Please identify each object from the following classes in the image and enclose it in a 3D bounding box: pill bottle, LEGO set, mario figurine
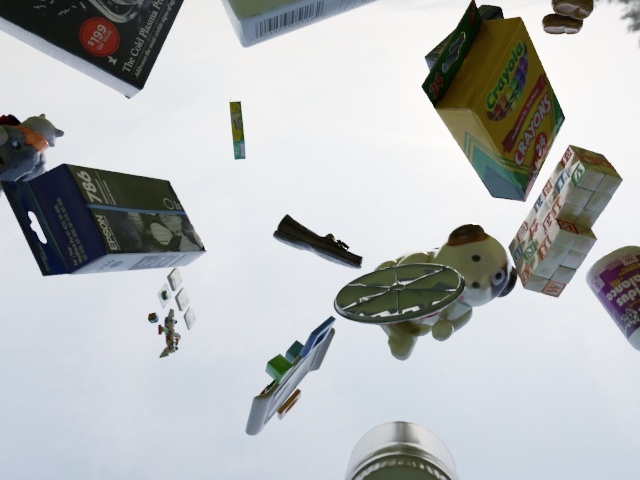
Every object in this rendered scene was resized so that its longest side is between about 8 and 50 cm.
[{"bbox_3d":[0.818,0.172,1.430,0.170,0.169,0.301,-16,-129,-7],"label":"pill bottle"},{"bbox_3d":[-0.428,0.204,1.609,0.060,0.182,0.244,-12,-161,8],"label":"LEGO set"},{"bbox_3d":[0.508,-0.598,1.177,0.170,0.320,0.198,20,172,-25],"label":"mario figurine"}]

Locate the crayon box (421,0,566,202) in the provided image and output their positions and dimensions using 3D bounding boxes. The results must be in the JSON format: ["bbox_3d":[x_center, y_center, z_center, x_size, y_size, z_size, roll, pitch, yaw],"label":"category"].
[{"bbox_3d":[0.316,-0.237,1.007,0.081,0.318,0.202,15,-109,46],"label":"crayon box"}]

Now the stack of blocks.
[{"bbox_3d":[0.542,-0.042,1.279,0.087,0.297,0.171,16,-147,-6],"label":"stack of blocks"}]

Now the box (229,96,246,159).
[{"bbox_3d":[-0.263,-0.356,1.807,0.043,0.105,0.179,-7,-116,-9],"label":"box"}]

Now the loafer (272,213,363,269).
[{"bbox_3d":[0.000,0.000,1.794,0.303,0.109,0.095,20,-102,12],"label":"loafer"}]

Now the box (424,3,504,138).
[{"bbox_3d":[0.332,-0.350,1.226,0.183,0.232,0.059,-43,-138,-11],"label":"box"}]

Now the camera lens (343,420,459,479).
[{"bbox_3d":[0.150,0.468,1.052,0.220,0.219,0.274,-6,176,7],"label":"camera lens"}]

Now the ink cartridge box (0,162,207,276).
[{"bbox_3d":[-0.329,-0.032,0.929,0.065,0.165,0.333,-33,170,19],"label":"ink cartridge box"}]

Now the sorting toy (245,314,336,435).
[{"bbox_3d":[-0.064,0.248,1.035,0.047,0.347,0.196,38,-126,16],"label":"sorting toy"}]

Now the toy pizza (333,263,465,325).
[{"bbox_3d":[0.119,0.086,0.871,0.202,0.032,0.201,-12,-164,4],"label":"toy pizza"}]

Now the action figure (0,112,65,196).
[{"bbox_3d":[-0.654,-0.117,1.207,0.179,0.341,0.330,31,-98,29],"label":"action figure"}]

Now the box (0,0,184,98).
[{"bbox_3d":[-0.425,-0.501,1.086,0.179,0.313,0.343,17,-97,65],"label":"box"}]

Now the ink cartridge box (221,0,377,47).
[{"bbox_3d":[-0.049,-0.517,0.856,0.308,0.384,0.091,-23,175,-8],"label":"ink cartridge box"}]

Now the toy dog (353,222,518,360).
[{"bbox_3d":[0.352,0.125,1.624,0.395,0.284,0.408,-34,-178,-42],"label":"toy dog"}]
